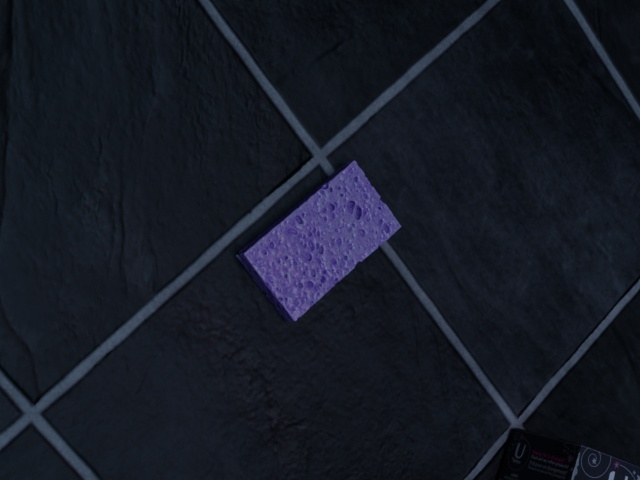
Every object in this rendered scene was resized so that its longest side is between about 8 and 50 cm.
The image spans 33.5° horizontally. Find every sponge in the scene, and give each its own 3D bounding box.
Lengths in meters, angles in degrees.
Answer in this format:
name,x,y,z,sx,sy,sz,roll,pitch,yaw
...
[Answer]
name,x,y,z,sx,sy,sz,roll,pitch,yaw
sponge,0.000,0.000,1.421,0.210,0.031,0.117,-41,105,-22

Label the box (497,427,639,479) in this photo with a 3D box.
name,x,y,z,sx,sy,sz,roll,pitch,yaw
box,0.397,0.376,1.529,0.247,0.163,0.142,22,80,-25
